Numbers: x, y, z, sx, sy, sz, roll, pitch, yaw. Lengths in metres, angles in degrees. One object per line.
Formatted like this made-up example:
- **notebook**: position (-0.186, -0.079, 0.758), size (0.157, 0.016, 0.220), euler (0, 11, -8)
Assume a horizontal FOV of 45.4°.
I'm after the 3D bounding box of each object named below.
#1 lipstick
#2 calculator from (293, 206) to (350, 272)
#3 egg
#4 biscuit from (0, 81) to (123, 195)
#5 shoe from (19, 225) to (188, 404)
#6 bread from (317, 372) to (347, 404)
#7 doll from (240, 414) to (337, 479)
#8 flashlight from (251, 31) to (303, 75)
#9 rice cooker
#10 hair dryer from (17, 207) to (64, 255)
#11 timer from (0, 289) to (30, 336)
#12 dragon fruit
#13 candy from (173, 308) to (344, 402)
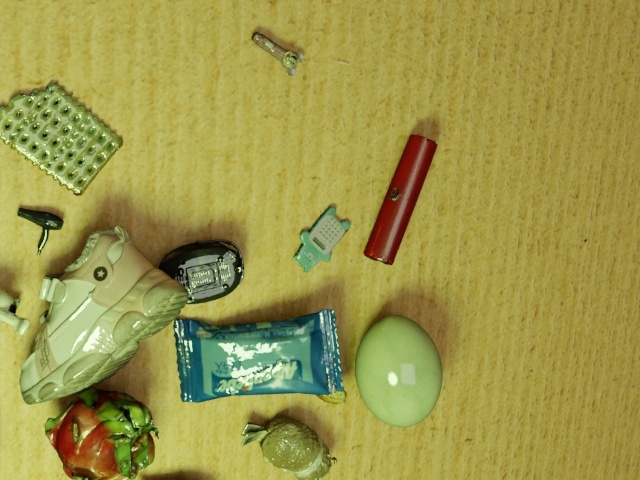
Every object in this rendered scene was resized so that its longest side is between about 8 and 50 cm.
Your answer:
- **lipstick**: position (0.170, -0.085, 1.624), size (0.073, 0.073, 0.280), euler (20, 92, -27)
- **calculator**: position (0.000, 0.000, 1.593), size (0.094, 0.019, 0.141), euler (43, 82, -28)
- **egg**: position (0.167, 0.279, 1.635), size (0.186, 0.186, 0.253), euler (-17, 111, -21)
- **biscuit**: position (-0.461, -0.187, 1.344), size (0.203, 0.016, 0.144), euler (43, 82, -27)
- **shoe**: position (-0.413, 0.135, 1.366), size (0.351, 0.172, 0.198), euler (-39, 78, 7)
- **bread**: position (0.010, 0.308, 1.615), size (0.053, 0.106, 0.072), euler (-44, 116, -11)
- **doll**: position (-0.067, 0.428, 1.610), size (0.221, 0.105, 0.115), euler (36, 127, -19)
- **flashlight**: position (-0.083, -0.364, 1.468), size (0.110, 0.031, 0.052), euler (29, 89, -27)
- **rice cooker**: position (-0.225, 0.060, 1.457), size (0.165, 0.106, 0.112), euler (-13, 103, -10)
- **hair dryer**: position (-0.504, -0.013, 1.359), size (0.079, 0.031, 0.083), euler (16, 102, -16)
- **timer**: position (-0.615, 0.082, 1.251), size (0.266, 0.175, 0.175), euler (26, 90, -31)
- **dragon fruit**: position (-0.367, 0.360, 1.373), size (0.200, 0.269, 0.198), euler (51, 49, -28)
- **candy**: position (-0.122, 0.231, 1.525), size (0.330, 0.077, 0.187), euler (-4, 103, -1)
